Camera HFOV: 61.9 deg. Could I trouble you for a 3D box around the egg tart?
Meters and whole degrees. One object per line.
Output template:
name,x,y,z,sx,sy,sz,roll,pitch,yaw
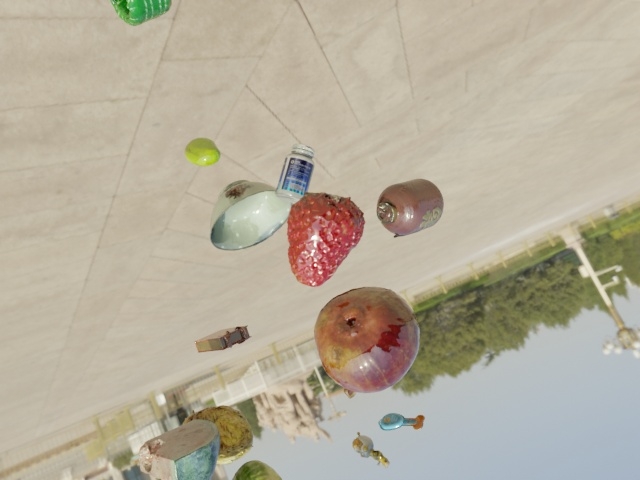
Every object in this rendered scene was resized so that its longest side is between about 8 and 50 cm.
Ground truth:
egg tart,-0.336,0.651,1.763,0.232,0.253,0.098,-28,135,-55

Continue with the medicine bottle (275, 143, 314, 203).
medicine bottle,-0.082,-0.230,1.840,0.107,0.191,0.107,15,172,2

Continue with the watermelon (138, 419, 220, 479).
watermelon,-0.384,0.603,1.449,0.227,0.147,0.318,-5,178,-6

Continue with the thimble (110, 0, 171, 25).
thimble,-0.337,-0.459,0.972,0.090,0.130,0.118,-35,159,-21

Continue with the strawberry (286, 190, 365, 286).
strawberry,0.000,0.000,1.383,0.206,0.244,0.205,16,177,1

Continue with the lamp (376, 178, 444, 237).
lamp,0.284,-0.101,1.709,0.258,0.180,0.180,-18,167,-37

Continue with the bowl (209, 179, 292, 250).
bowl,-0.287,-0.124,2.003,0.338,0.157,0.337,-26,154,-14

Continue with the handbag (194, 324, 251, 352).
handbag,-0.348,0.353,1.909,0.127,0.062,0.190,-19,180,-43

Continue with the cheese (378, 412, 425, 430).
cheese,0.171,0.388,1.142,0.111,0.017,0.047,-14,-149,37

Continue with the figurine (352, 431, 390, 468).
figurine,0.172,0.719,1.822,0.143,0.101,0.068,17,-123,47

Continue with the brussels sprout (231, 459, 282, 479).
brussels sprout,-0.173,0.696,1.454,0.161,0.144,0.181,-52,-152,0

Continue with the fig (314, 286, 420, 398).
fig,0.087,0.184,0.962,0.205,0.205,0.205,-23,169,-5

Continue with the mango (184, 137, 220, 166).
mango,-0.427,-0.318,1.923,0.117,0.089,0.163,-14,-153,-17
